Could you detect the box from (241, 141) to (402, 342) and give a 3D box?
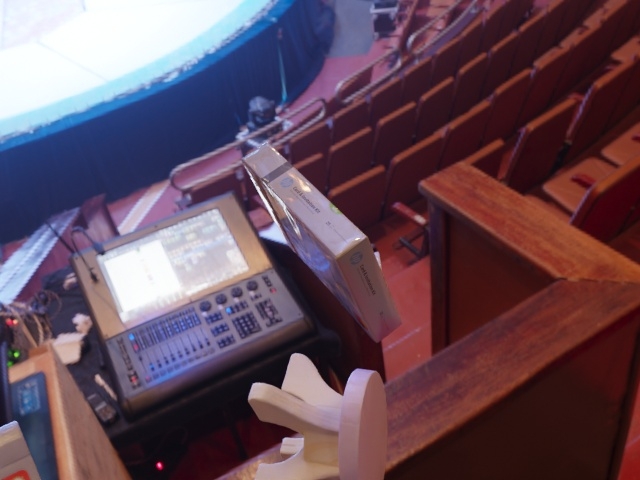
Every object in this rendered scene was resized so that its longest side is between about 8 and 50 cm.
[{"bbox_3d":[0.000,0.000,0.674,0.038,0.145,0.186,-35,47,-8],"label":"box"}]

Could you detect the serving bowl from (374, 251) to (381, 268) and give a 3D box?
[{"bbox_3d":[0.069,0.058,0.897,0.027,0.083,0.083,-6,38,3],"label":"serving bowl"}]

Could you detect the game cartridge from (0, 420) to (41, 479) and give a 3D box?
[{"bbox_3d":[-0.548,0.478,1.098,0.196,0.294,0.060,-23,1,-29],"label":"game cartridge"}]

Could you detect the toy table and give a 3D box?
[{"bbox_3d":[0.003,0.282,0.965,0.161,0.274,0.252,3,39,16],"label":"toy table"}]
